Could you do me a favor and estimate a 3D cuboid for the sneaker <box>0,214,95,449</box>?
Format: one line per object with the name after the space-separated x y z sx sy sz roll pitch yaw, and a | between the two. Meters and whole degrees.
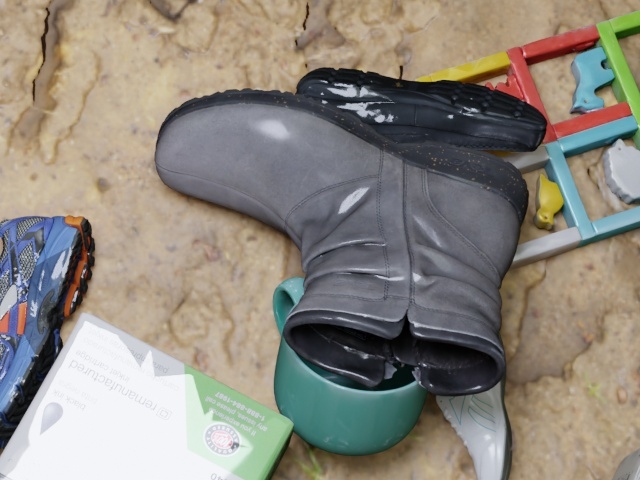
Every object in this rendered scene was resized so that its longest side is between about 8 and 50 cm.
-0.262 0.077 1.473 0.087 0.083 0.221 13 68 13 | sneaker

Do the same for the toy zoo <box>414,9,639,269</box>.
0.209 -0.086 1.569 0.293 0.030 0.192 -17 77 -9 | toy zoo

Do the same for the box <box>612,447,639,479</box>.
0.370 0.270 1.444 0.275 0.113 0.094 25 75 4 | box

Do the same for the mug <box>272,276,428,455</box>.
0.024 0.108 1.463 0.129 0.097 0.158 5 38 -8 | mug

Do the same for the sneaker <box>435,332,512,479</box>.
0.132 0.150 1.493 0.061 0.054 0.152 -7 72 9 | sneaker

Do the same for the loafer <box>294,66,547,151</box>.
0.085 -0.099 1.519 0.223 0.076 0.078 8 113 10 | loafer

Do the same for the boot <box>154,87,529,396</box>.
0.000 0.000 1.429 0.338 0.118 0.223 10 47 10 | boot

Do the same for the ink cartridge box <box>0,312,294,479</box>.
-0.171 0.229 1.409 0.198 0.115 0.273 27 74 3 | ink cartridge box
